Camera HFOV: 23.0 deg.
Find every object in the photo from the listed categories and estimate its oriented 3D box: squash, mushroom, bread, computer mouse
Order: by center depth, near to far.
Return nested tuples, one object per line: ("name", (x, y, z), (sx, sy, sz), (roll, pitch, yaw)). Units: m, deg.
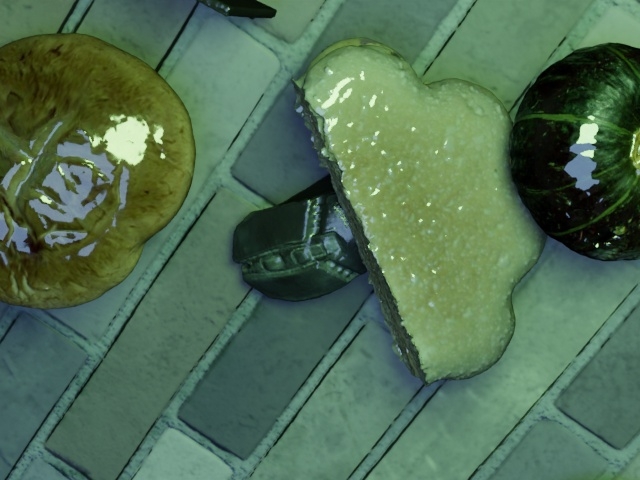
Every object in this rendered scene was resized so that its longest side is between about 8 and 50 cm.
("squash", (0.258, -0.076, 1.388), (0.193, 0.156, 0.193), (1, 84, -6))
("bread", (0.105, -0.038, 1.452), (0.183, 0.102, 0.337), (-26, 106, -13))
("mushroom", (-0.256, -0.066, 1.513), (0.278, 0.146, 0.278), (0, 90, 12))
("computer mouse", (0.000, 0.000, 1.532), (0.192, 0.062, 0.106), (-21, 107, 18))

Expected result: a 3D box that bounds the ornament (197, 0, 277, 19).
("ornament", (-0.082, -0.314, 1.387), (0.153, 0.166, 0.196), (30, 102, 8))
